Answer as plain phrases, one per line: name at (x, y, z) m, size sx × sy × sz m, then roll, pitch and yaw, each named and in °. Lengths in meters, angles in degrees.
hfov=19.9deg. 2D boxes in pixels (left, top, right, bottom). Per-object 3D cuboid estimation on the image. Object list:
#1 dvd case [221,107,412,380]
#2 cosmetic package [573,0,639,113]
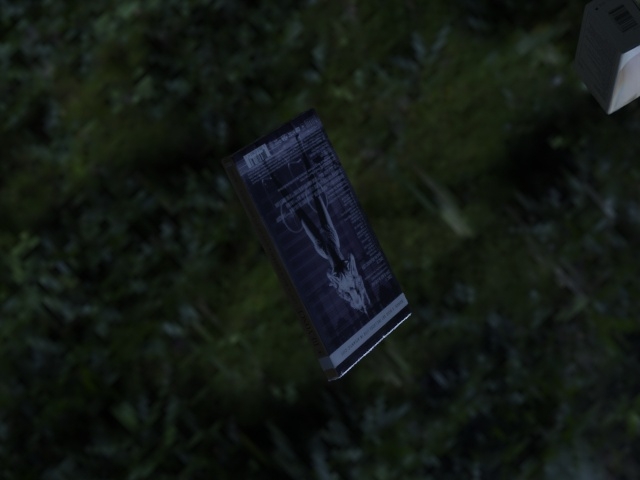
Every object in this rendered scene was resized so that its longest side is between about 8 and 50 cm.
dvd case at (0.000, 0.000, 1.675) m, size 0.018 × 0.221 × 0.164 m, roll -22°, pitch -172°, yaw 32°
cosmetic package at (0.258, -0.166, 1.597) m, size 0.041 × 0.060 × 0.115 m, roll -29°, pitch 161°, yaw -10°
